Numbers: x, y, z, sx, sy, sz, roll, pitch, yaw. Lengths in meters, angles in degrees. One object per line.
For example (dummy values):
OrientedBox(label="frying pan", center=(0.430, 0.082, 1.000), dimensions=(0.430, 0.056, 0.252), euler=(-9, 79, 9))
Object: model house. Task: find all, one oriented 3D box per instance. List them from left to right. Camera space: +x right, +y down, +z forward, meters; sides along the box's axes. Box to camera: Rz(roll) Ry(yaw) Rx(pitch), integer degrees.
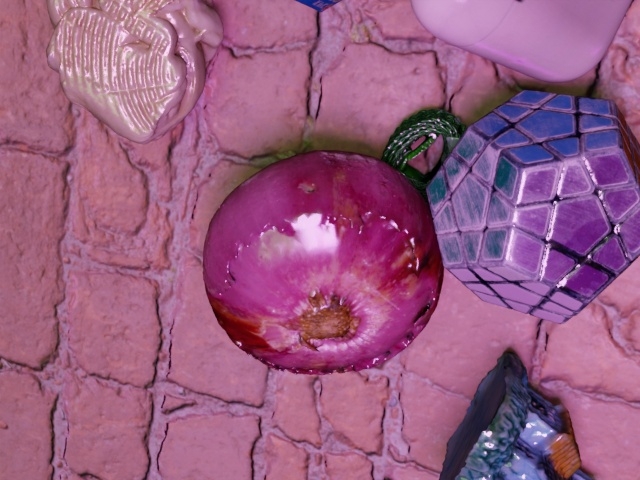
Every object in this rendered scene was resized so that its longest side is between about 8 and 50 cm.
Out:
OrientedBox(label="model house", center=(0.321, 0.336, 1.062), dimensions=(0.241, 0.261, 0.226), euler=(31, 108, 9))

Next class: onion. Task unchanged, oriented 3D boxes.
OrientedBox(label="onion", center=(0.014, 0.028, 1.078), dimensions=(0.358, 0.345, 0.358), euler=(8, 118, 16))

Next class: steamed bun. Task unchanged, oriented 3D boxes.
OrientedBox(label="steamed bun", center=(-0.289, -0.326, 1.150), dimensions=(0.276, 0.203, 0.289), euler=(-33, 104, 11))

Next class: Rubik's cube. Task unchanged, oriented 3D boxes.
OrientedBox(label="Rubik's cube", center=(0.305, -0.045, 0.973), dimensions=(0.319, 0.319, 0.264), euler=(1, 130, 16))

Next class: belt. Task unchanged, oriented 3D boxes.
OrientedBox(label="belt", center=(0.166, -0.137, 1.116), dimensions=(0.121, 0.079, 0.151), euler=(35, 120, -3))

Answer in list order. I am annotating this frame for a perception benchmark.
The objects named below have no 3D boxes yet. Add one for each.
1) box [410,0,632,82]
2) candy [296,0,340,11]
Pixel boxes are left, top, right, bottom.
OrientedBox(label="box", center=(0.282, -0.365, 0.910), dimensions=(0.141, 0.349, 0.289), euler=(42, 116, 46))
OrientedBox(label="candy", center=(0.090, -0.446, 1.029), dimensions=(0.305, 0.157, 0.100), euler=(-20, 95, 19))
